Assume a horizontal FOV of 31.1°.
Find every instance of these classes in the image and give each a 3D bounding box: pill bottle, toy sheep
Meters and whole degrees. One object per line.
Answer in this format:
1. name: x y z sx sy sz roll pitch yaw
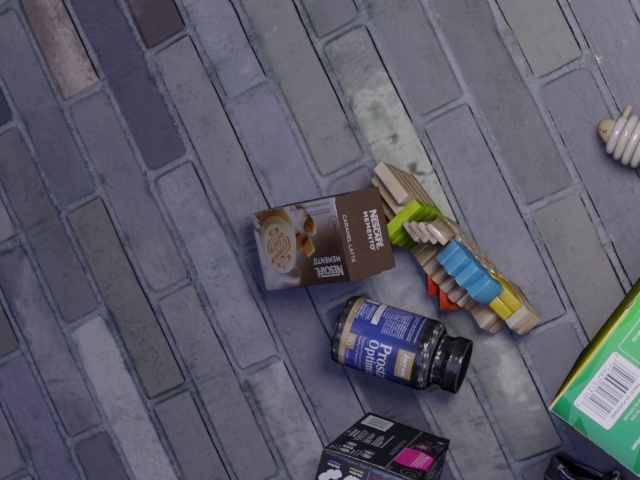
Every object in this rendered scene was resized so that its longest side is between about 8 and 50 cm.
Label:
1. pill bottle: 0.137 0.179 1.930 0.219 0.123 0.122 17 102 17
2. toy sheep: 0.493 -0.154 1.786 0.132 0.091 0.091 25 104 19

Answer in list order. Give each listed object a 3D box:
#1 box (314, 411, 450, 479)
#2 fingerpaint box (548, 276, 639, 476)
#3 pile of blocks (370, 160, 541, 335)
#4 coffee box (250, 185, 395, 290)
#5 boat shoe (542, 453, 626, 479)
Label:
1. box: 0.096 0.399 1.903 0.163 0.247 0.142 17 101 17
2. fingerpaint box: 0.542 0.079 1.643 0.163 0.371 0.444 37 106 12
3. pile of blocks: 0.192 0.037 1.880 0.362 0.149 0.112 47 109 8
4. coffee box: 0.000 0.000 1.909 0.247 0.098 0.141 -8 96 54
5. boat shoe: 0.464 0.405 1.868 0.206 0.075 0.064 16 104 22
